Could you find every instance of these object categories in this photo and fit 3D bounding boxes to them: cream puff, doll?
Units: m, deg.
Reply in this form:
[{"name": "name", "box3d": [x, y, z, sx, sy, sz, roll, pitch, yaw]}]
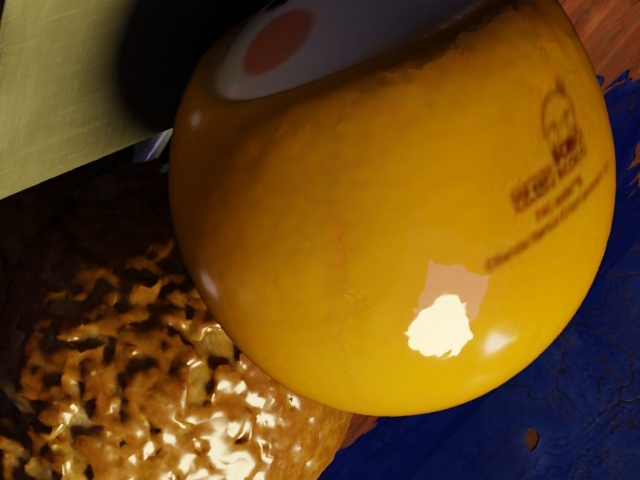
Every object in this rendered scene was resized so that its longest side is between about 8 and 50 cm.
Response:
[{"name": "cream puff", "box3d": [-0.123, 0.062, 0.790, 0.303, 0.212, 0.303, -22, -162, 7]}, {"name": "doll", "box3d": [0.013, -0.025, 0.636, 0.213, 0.213, 0.236, -24, -165, -40]}]

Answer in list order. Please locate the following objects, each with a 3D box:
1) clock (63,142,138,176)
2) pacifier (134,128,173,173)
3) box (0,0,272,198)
[{"name": "clock", "box3d": [-0.161, -0.055, 0.880, 0.147, 0.045, 0.108, -32, 159, -27]}, {"name": "pacifier", "box3d": [0.000, 0.000, 0.994, 0.343, 0.269, 0.288, -42, 136, -7]}, {"name": "box", "box3d": [-0.096, -0.147, 0.647, 0.231, 0.149, 0.155, -27, 157, -34]}]
